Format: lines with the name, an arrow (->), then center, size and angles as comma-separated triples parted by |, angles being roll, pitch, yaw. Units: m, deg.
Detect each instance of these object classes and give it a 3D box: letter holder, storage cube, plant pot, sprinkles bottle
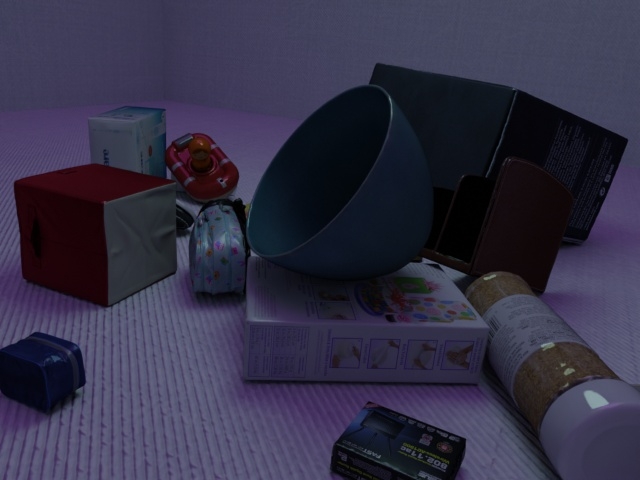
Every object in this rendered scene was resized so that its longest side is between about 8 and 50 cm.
letter holder -> 0.322, -0.041, 1.032 | 0.301, 0.215, 0.152 | 13, 7, -46
storage cube -> -0.384, -0.021, 0.983 | 0.193, 0.184, 0.215 | 13, 21, 22
plant pot -> 0.055, -0.054, 0.835 | 0.195, 0.290, 0.290 | 36, 3, -30
sprinkles bottle -> 0.289, 0.158, 0.725 | 0.121, 0.121, 0.355 | 3, 19, -5

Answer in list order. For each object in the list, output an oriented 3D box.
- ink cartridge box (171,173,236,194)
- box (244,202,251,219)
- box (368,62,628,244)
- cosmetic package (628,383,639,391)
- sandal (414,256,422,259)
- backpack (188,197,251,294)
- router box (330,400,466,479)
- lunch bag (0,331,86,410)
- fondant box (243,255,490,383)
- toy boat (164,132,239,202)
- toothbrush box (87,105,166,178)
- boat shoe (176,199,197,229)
ink cartridge box -> -0.337, -0.179, 1.632 | 0.181, 0.062, 0.104 | 4, 20, -5
box -> -0.134, -0.060, 1.344 | 0.087, 0.058, 0.232 | 13, 21, 21
box -> 0.407, -0.225, 1.432 | 0.471, 0.298, 0.479 | 6, 17, -36
cosmetic package -> 0.404, 0.216, 0.712 | 0.114, 0.041, 0.060 | 4, 19, -3
sandal -> 0.175, -0.004, 1.273 | 0.072, 0.049, 0.180 | -4, 21, -24
backpack -> -0.179, 0.024, 0.999 | 0.115, 0.152, 0.182 | -7, 32, -11
router box -> 0.084, 0.230, 0.598 | 0.122, 0.038, 0.092 | 14, 22, 25
lunch bag -> -0.336, 0.153, 0.672 | 0.098, 0.067, 0.065 | 12, 20, 23
fondant box -> 0.051, 0.112, 0.844 | 0.329, 0.096, 0.238 | 2, 19, -7
toy boat -> -0.320, -0.216, 1.502 | 0.151, 0.151, 0.231 | -34, 69, -22
toothbrush box -> -0.528, -0.250, 1.557 | 0.126, 0.217, 0.295 | 4, 18, 0
boat shoe -> -0.429, -0.069, 1.260 | 0.302, 0.114, 0.091 | 16, 62, 13
